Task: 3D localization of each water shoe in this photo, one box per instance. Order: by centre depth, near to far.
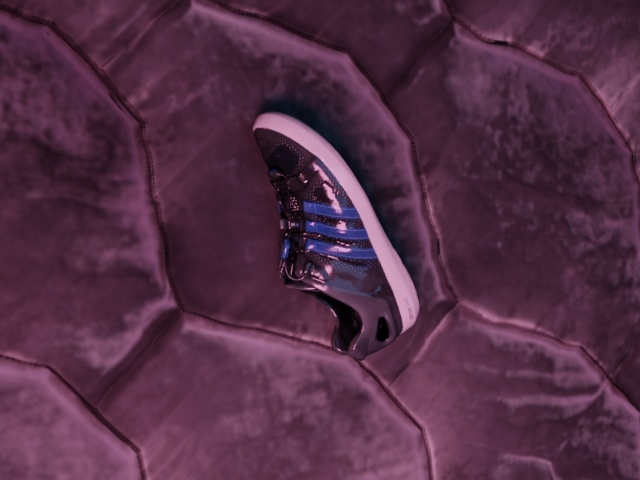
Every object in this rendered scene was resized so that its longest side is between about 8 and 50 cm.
[{"bbox_3d":[0.000,0.000,0.807,0.080,0.073,0.203,-39,105,-20],"label":"water shoe"}]
